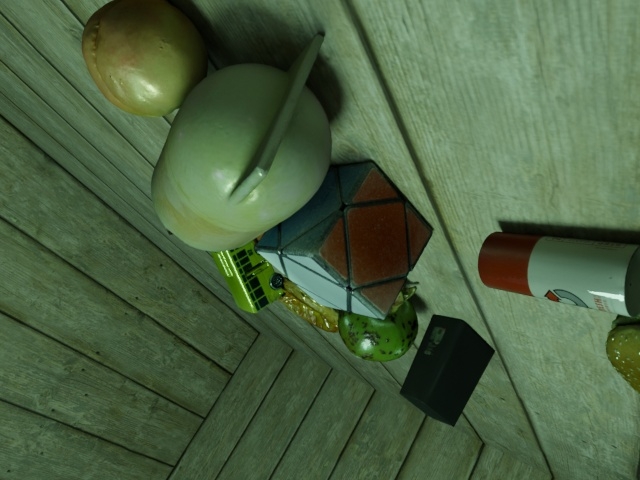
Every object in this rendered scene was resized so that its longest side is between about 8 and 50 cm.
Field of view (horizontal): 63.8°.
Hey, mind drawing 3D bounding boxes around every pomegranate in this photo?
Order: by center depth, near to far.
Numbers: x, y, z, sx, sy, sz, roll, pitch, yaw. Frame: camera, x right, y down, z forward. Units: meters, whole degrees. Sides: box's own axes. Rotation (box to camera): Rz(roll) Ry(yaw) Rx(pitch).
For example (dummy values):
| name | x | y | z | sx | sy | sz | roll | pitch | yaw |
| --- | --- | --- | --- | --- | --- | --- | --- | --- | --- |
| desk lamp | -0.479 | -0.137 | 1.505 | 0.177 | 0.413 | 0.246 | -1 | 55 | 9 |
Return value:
| name | x | y | z | sx | sy | sz | roll | pitch | yaw |
| --- | --- | --- | --- | --- | --- | --- | --- | --- | --- |
| pomegranate | 0.151 | 0.189 | 1.297 | 0.211 | 0.211 | 0.263 | 28 | 136 | 12 |

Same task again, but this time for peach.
| name | x | y | z | sx | sy | sz | roll | pitch | yaw |
| --- | --- | --- | --- | --- | --- | --- | --- | --- | --- |
| peach | -0.269 | -0.286 | 0.795 | 0.184 | 0.184 | 0.184 | 29 | 161 | 11 |

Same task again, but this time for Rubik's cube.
| name | x | y | z | sx | sy | sz | roll | pitch | yaw |
| --- | --- | --- | --- | --- | --- | --- | --- | --- | --- |
| Rubik's cube | 0.042 | 0.000 | 0.958 | 0.207 | 0.205 | 0.205 | 42 | 159 | -30 |

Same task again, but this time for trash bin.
| name | x | y | z | sx | sy | sz | roll | pitch | yaw |
| --- | --- | --- | --- | --- | --- | --- | --- | --- | --- |
| trash bin | 0.320 | 0.333 | 1.319 | 0.165 | 0.225 | 0.115 | 42 | 160 | -27 |

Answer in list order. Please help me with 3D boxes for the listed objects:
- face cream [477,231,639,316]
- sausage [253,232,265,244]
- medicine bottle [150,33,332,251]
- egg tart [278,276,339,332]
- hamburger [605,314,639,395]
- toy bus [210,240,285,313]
| name | x | y | z | sx | sy | sz | roll | pitch | yaw |
| --- | --- | --- | --- | --- | --- | --- | --- | --- | --- |
| face cream | 0.348 | 0.042 | 0.751 | 0.214 | 0.096 | 0.096 | 9 | 151 | 50 |
| sausage | -0.156 | -0.105 | 1.125 | 0.102 | 0.102 | 0.330 | 14 | 143 | 43 |
| medicine bottle | -0.118 | -0.132 | 0.803 | 0.236 | 0.235 | 0.406 | 37 | 155 | -14 |
| egg tart | -0.021 | 0.189 | 1.670 | 0.295 | 0.116 | 0.295 | 31 | 161 | 12 |
| hamburger | 0.528 | 0.174 | 0.760 | 0.189 | 0.122 | 0.215 | 13 | 151 | 49 |
| toy bus | -0.224 | 0.074 | 1.538 | 0.128 | 0.150 | 0.262 | 9 | 126 | 54 |
